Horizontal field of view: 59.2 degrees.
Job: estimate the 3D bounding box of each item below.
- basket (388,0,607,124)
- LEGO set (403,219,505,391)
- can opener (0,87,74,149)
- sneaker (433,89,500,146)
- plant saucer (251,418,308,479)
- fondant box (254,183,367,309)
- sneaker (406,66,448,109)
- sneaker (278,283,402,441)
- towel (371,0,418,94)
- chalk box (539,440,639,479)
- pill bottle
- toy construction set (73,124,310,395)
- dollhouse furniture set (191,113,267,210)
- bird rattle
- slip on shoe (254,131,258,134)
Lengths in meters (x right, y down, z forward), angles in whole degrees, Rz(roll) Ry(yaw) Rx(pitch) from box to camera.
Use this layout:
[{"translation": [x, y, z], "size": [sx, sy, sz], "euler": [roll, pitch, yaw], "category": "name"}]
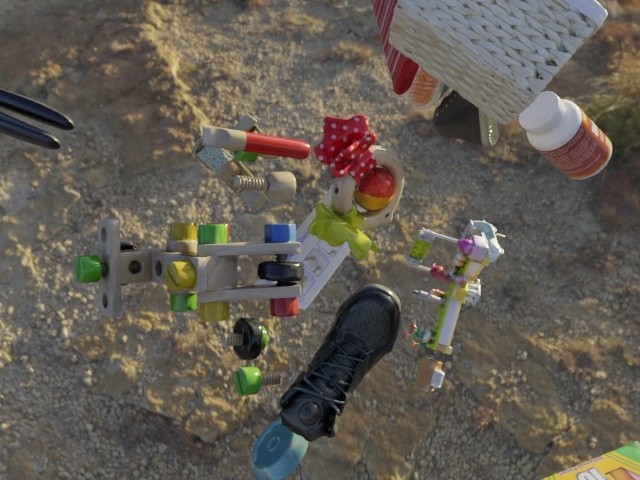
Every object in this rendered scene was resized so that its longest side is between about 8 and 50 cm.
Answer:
[{"translation": [0.156, -0.202, 0.538], "size": [0.167, 0.113, 0.103], "euler": [37, 90, 4], "category": "basket"}, {"translation": [0.169, 0.085, 0.848], "size": [0.107, 0.287, 0.132], "euler": [18, 28, 1], "category": "LEGO set"}, {"translation": [-0.339, -0.140, 0.576], "size": [0.186, 0.073, 0.059], "euler": [29, 79, 7], "category": "can opener"}, {"translation": [0.261, -0.275, 1.046], "size": [0.118, 0.222, 0.083], "euler": [13, 46, 34], "category": "sneaker"}, {"translation": [-0.071, 0.332, 0.908], "size": [0.119, 0.021, 0.119], "euler": [-32, 28, 19], "category": "plant saucer"}, {"translation": [0.000, 0.000, 1.294], "size": [0.096, 0.238, 0.330], "euler": [39, 76, -9], "category": "fondant box"}, {"translation": [0.312, -0.458, 1.363], "size": [0.108, 0.302, 0.121], "euler": [40, 50, 7], "category": "sneaker"}, {"translation": [0.023, 0.161, 0.691], "size": [0.087, 0.227, 0.130], "euler": [35, 23, -1], "category": "sneaker"}, {"translation": [0.125, -0.405, 0.926], "size": [0.031, 0.199, 0.275], "euler": [-8, 74, -9], "category": "towel"}, {"translation": [0.362, 0.393, 0.582], "size": [0.179, 0.180, 0.289], "euler": [-17, 25, -10], "category": "chalk box"}, {"translation": [0.537, -0.233, 1.245], "size": [0.121, 0.216, 0.121], "euler": [-33, 43, 37], "category": "pill bottle"}, {"translation": [-0.164, 0.001, 0.705], "size": [0.237, 0.309, 0.257], "euler": [4, 25, -35], "category": "toy construction set"}, {"translation": [-0.169, -0.195, 1.281], "size": [0.182, 0.101, 0.161], "euler": [40, 85, 29], "category": "dollhouse furniture set"}, {"translation": [0.070, -0.104, 1.043], "size": [0.207, 0.254, 0.143], "euler": [-9, 20, -41], "category": "bird rattle"}, {"translation": [-0.172, -0.256, 1.502], "size": [0.051, 0.135, 0.041], "euler": [-53, 31, 11], "category": "slip on shoe"}]
